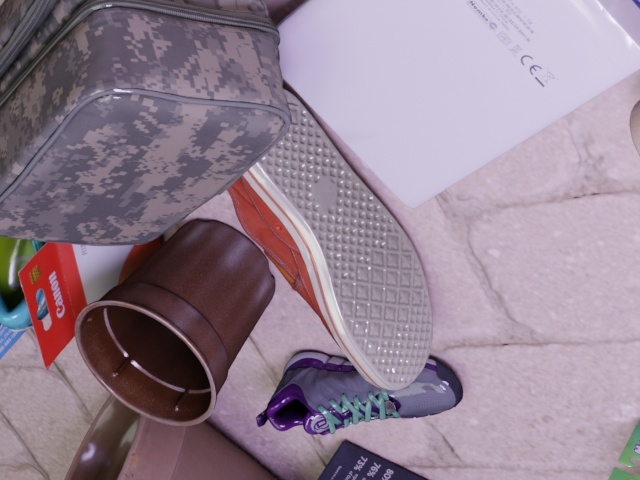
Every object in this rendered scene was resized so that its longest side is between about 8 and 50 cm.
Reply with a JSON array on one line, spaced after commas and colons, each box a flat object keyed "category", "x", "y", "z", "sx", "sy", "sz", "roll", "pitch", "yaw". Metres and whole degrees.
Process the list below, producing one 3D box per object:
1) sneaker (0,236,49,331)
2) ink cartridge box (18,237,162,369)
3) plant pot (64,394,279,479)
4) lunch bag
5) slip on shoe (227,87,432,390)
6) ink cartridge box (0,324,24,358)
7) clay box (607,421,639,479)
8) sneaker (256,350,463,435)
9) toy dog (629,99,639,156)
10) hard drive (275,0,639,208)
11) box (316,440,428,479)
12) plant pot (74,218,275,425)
[{"category": "sneaker", "x": -0.304, "y": -0.042, "z": 1.791, "sx": 0.107, "sy": 0.110, "sz": 0.275, "roll": -1, "pitch": 97, "yaw": 3}, {"category": "ink cartridge box", "x": -0.232, "y": 0.033, "z": 1.817, "sx": 0.045, "sy": 0.179, "sz": 0.145, "roll": 16, "pitch": 136, "yaw": 24}, {"category": "plant pot", "x": -0.162, "y": 0.311, "z": 2.009, "sx": 0.229, "sy": 0.263, "sz": 0.263, "roll": 28, "pitch": 143, "yaw": -15}, {"category": "lunch bag", "x": -0.188, "y": -0.162, "z": 1.564, "sx": 0.213, "sy": 0.256, "sz": 0.305, "roll": 7, "pitch": 152, "yaw": -31}, {"category": "slip on shoe", "x": 0.000, "y": 0.000, "z": 1.673, "sx": 0.101, "sy": 0.123, "sz": 0.331, "roll": -11, "pitch": 117, "yaw": 56}, {"category": "ink cartridge box", "x": -0.439, "y": -0.015, "z": 1.911, "sx": 0.197, "sy": 0.198, "sz": 0.270, "roll": -4, "pitch": 126, "yaw": 40}, {"category": "clay box", "x": 0.369, "y": 0.275, "z": 1.647, "sx": 0.222, "sy": 0.127, "sz": 0.053, "roll": 31, "pitch": 140, "yaw": 8}, {"category": "sneaker", "x": 0.041, "y": 0.173, "z": 1.815, "sx": 0.224, "sy": 0.098, "sz": 0.083, "roll": -3, "pitch": 126, "yaw": 39}, {"category": "toy dog", "x": 0.378, "y": -0.008, "z": 1.339, "sx": 0.334, "sy": 0.161, "sz": 0.220, "roll": 32, "pitch": 141, "yaw": 6}, {"category": "hard drive", "x": 0.109, "y": -0.167, "z": 1.478, "sx": 0.210, "sy": 0.040, "sz": 0.319, "roll": 46, "pitch": 140, "yaw": -10}, {"category": "box", "x": 0.075, "y": 0.340, "z": 1.910, "sx": 0.207, "sy": 0.153, "sz": 0.108, "roll": 26, "pitch": 140, "yaw": 15}, {"category": "plant pot", "x": -0.139, "y": 0.076, "z": 1.802, "sx": 0.167, "sy": 0.165, "sz": 0.167, "roll": 20, "pitch": 137, "yaw": 20}]
